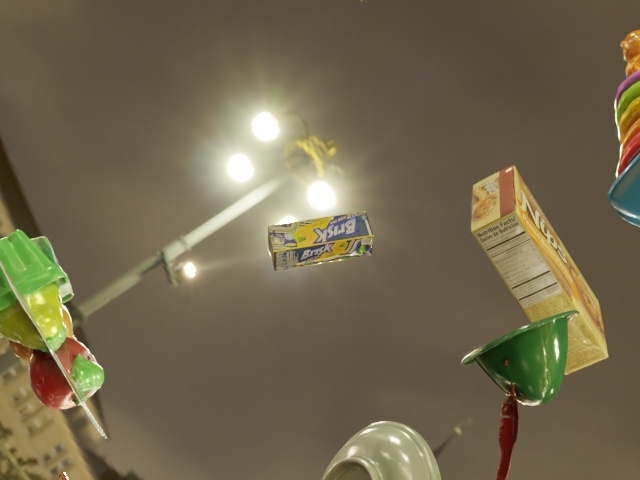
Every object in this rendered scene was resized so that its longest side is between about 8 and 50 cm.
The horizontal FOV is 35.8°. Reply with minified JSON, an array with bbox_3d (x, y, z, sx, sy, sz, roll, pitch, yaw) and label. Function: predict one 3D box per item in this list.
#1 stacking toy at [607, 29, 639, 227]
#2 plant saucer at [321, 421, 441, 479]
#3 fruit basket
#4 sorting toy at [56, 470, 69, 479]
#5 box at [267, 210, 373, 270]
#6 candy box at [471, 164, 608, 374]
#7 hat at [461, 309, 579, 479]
[{"bbox_3d":[0.439,-0.168,1.271,0.165,0.175,0.301,122,-27,-43],"label":"stacking toy"},{"bbox_3d":[0.086,0.571,2.084,0.101,0.400,0.400,22,-15,-32],"label":"plant saucer"},{"bbox_3d":[-0.429,0.161,1.602,0.353,0.165,0.327,52,-16,4],"label":"fruit basket"},{"bbox_3d":[-0.494,0.515,1.670,0.046,0.274,0.132,29,0,-28],"label":"sorting toy"},{"bbox_3d":[0.000,0.000,1.639,0.054,0.169,0.059,93,-15,-51],"label":"box"},{"bbox_3d":[0.370,0.048,1.675,0.088,0.183,0.316,-29,-71,21],"label":"candy box"},{"bbox_3d":[0.301,0.214,1.341,0.208,0.173,0.183,108,-39,-72],"label":"hat"}]
